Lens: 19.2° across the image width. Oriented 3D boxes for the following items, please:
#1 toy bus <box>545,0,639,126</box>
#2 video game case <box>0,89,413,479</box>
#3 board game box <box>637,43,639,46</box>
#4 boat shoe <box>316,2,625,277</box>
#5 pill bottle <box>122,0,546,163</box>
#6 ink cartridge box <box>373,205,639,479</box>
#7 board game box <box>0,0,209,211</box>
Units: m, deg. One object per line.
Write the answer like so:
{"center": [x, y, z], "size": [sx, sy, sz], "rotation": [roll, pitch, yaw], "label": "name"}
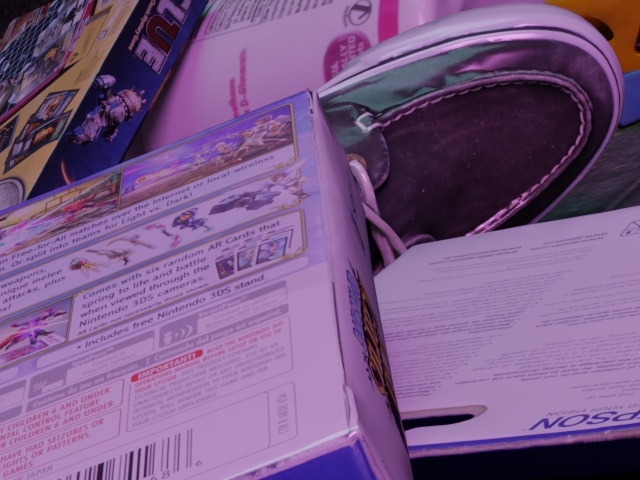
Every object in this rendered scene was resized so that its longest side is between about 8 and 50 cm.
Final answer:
{"center": [0.247, -0.158, 1.284], "size": [0.202, 0.104, 0.191], "rotation": [-21, 11, -17], "label": "toy bus"}
{"center": [-0.109, 0.067, 0.595], "size": [0.270, 0.061, 0.244], "rotation": [-21, 25, 7], "label": "video game case"}
{"center": [0.329, -0.211, 1.600], "size": [0.347, 0.056, 0.208], "rotation": [-15, 15, 16], "label": "board game box"}
{"center": [0.000, 0.000, 0.896], "size": [0.335, 0.121, 0.119], "rotation": [-28, 18, 1], "label": "boat shoe"}
{"center": [-0.009, -0.082, 1.154], "size": [0.283, 0.160, 0.160], "rotation": [-11, 12, 36], "label": "pill bottle"}
{"center": [0.073, 0.045, 0.654], "size": [0.223, 0.045, 0.224], "rotation": [-10, 15, 38], "label": "ink cartridge box"}
{"center": [-0.172, -0.052, 1.104], "size": [0.165, 0.042, 0.243], "rotation": [-14, 41, 45], "label": "board game box"}
